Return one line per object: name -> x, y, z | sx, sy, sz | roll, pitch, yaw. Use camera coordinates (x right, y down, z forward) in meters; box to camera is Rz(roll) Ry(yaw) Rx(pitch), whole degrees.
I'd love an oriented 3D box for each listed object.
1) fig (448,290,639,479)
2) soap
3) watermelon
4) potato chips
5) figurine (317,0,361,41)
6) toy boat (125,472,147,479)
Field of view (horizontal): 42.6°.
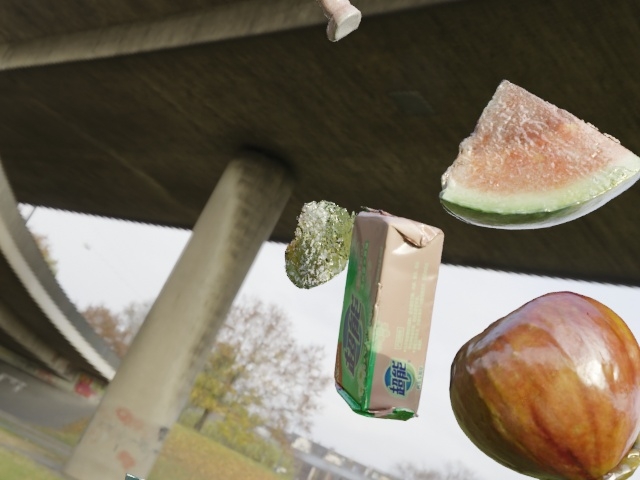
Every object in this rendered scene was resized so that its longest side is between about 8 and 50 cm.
fig -> 0.234, 0.153, 0.807 | 0.205, 0.205, 0.205 | 23, -19, 8
soap -> 0.091, 0.095, 1.147 | 0.098, 0.273, 0.218 | 7, 5, -12
watermelon -> 0.344, -0.119, 1.319 | 0.310, 0.231, 0.193 | -23, -45, 13
potato chips -> 0.000, 0.000, 1.380 | 0.026, 0.209, 0.142 | -25, -96, 45
figurine -> -0.027, -0.344, 0.770 | 0.186, 0.176, 0.287 | 27, -25, 48
toy boat -> -0.093, 0.315, 0.768 | 0.246, 0.103, 0.093 | 26, 7, 2
